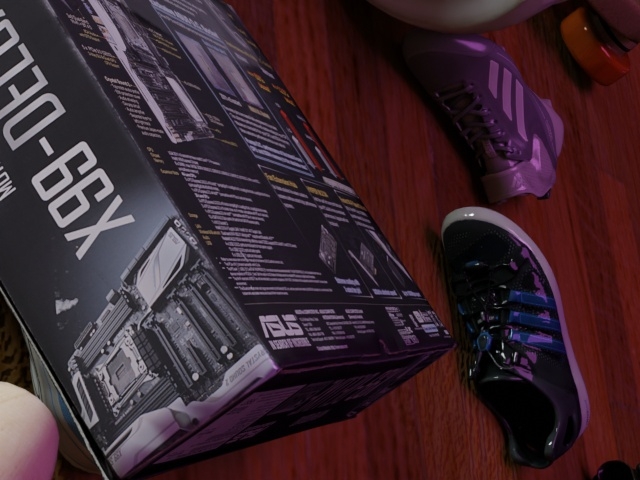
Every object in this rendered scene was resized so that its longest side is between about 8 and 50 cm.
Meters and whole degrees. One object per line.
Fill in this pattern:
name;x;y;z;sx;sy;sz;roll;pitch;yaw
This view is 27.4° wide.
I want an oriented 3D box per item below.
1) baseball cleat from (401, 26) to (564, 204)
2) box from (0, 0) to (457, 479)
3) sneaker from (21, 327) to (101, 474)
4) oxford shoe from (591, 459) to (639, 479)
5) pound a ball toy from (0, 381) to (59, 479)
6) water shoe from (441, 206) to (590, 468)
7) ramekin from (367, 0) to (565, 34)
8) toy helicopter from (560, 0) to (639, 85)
baseball cleat;0.138;-0.095;1.059;0.206;0.072;0.109;28;58;-40
box;-0.061;-0.027;0.601;0.242;0.076;0.307;56;13;11
sneaker;-0.121;-0.002;0.630;0.085;0.086;0.237;-27;94;-55
oxford shoe;0.271;0.222;1.069;0.227;0.083;0.096;11;59;-53
pound a ball toy;-0.217;-0.031;0.399;0.319;0.208;0.136;61;35;-11
water shoe;0.142;0.072;0.974;0.080;0.073;0.203;-39;105;-53
ramekin;0.102;-0.273;0.942;0.127;0.273;0.273;-47;112;-42
toy helicopter;0.269;-0.344;1.361;0.235;0.140;0.355;38;33;-26
